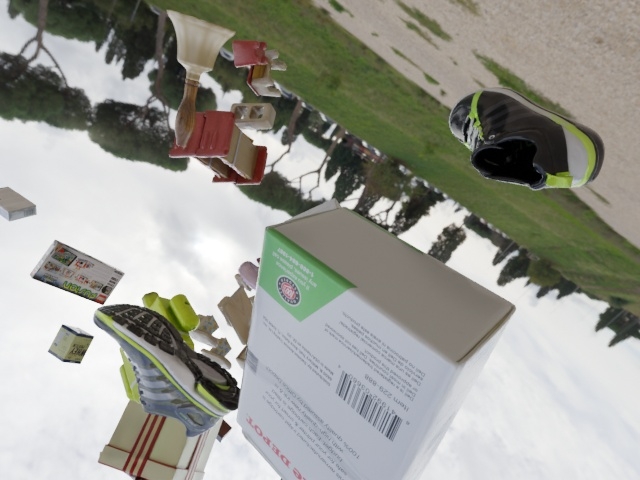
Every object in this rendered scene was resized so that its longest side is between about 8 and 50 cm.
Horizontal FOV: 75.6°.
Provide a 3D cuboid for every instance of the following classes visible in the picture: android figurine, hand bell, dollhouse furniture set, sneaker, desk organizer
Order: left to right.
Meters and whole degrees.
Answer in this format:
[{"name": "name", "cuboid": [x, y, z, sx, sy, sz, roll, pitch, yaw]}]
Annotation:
[{"name": "sneaker", "cuboid": [-0.284, 0.225, 0.714, 0.300, 0.121, 0.111, 40, -175, 4]}, {"name": "android figurine", "cuboid": [-0.362, 0.243, 0.917, 0.273, 0.248, 0.056, 42, -172, 40]}, {"name": "hand bell", "cuboid": [-0.256, -0.304, 0.812, 0.126, 0.241, 0.126, 16, -159, -6]}, {"name": "desk organizer", "cuboid": [-0.374, 0.636, 1.442, 0.130, 0.047, 0.050, 38, -136, 14]}, {"name": "dollhouse furniture set", "cuboid": [-0.223, -0.345, 1.054, 0.152, 0.373, 0.201, 5, 167, 19]}, {"name": "dollhouse furniture set", "cuboid": [-0.251, 0.366, 1.636, 0.257, 0.394, 0.362, 8, -138, 33]}, {"name": "sneaker", "cuboid": [0.212, -0.124, 0.491, 0.097, 0.084, 0.234, -17, -148, -14]}]

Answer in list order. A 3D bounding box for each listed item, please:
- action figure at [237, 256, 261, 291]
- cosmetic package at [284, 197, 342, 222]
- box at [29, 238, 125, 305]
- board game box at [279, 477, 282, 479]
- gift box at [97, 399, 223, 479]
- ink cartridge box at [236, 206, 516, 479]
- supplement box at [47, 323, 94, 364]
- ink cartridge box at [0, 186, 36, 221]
[{"name": "action figure", "cuboid": [-0.031, 0.116, 0.726, 0.276, 0.370, 0.248, -33, -89, -35]}, {"name": "cosmetic package", "cuboid": [0.000, 0.000, 1.530, 0.138, 0.224, 0.224, 49, -156, -47]}, {"name": "box", "cuboid": [-0.678, 0.094, 1.164, 0.036, 0.114, 0.207, 22, 167, 43]}, {"name": "board game box", "cuboid": [-0.074, 0.619, 1.016, 0.026, 0.186, 0.126, 19, 154, 34]}, {"name": "gift box", "cuboid": [-0.470, 0.591, 1.220, 0.277, 0.255, 0.258, 6, -121, 17]}, {"name": "ink cartridge box", "cuboid": [0.029, 0.142, 0.437, 0.211, 0.289, 0.122, 34, -144, 31]}, {"name": "supplement box", "cuboid": [-0.702, 0.292, 1.161, 0.083, 0.083, 0.056, 15, 165, 30]}, {"name": "ink cartridge box", "cuboid": [-0.742, -0.089, 0.982, 0.115, 0.029, 0.063, 28, -150, 19]}]
